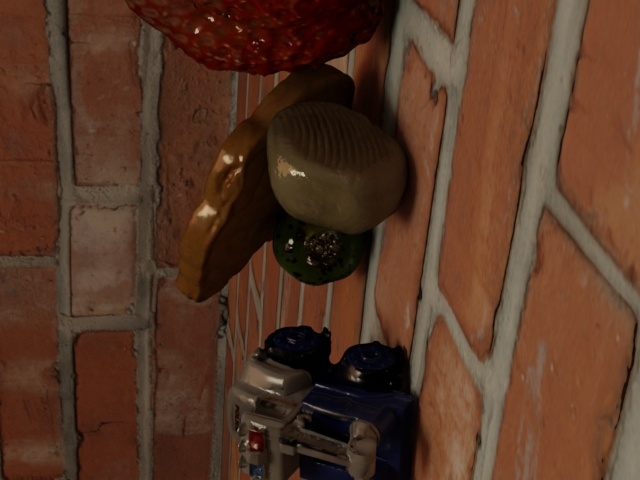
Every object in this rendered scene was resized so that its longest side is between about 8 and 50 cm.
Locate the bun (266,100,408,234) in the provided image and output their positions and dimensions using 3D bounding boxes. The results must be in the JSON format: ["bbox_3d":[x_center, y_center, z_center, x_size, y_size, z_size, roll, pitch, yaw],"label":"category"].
[{"bbox_3d":[0.012,-0.072,1.227,0.173,0.166,0.113,-54,-14,-56],"label":"bun"}]

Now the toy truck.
[{"bbox_3d":[-0.006,0.204,1.218,0.177,0.213,0.161,-38,-47,-57],"label":"toy truck"}]

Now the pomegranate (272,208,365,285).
[{"bbox_3d":[0.000,0.000,1.391,0.161,0.122,0.122,-132,42,-81],"label":"pomegranate"}]

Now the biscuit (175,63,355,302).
[{"bbox_3d":[-0.063,-0.074,1.413,0.312,0.057,0.351,-37,-20,-53],"label":"biscuit"}]

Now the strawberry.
[{"bbox_3d":[-0.083,-0.340,1.218,0.267,0.351,0.312,-154,69,-69],"label":"strawberry"}]
